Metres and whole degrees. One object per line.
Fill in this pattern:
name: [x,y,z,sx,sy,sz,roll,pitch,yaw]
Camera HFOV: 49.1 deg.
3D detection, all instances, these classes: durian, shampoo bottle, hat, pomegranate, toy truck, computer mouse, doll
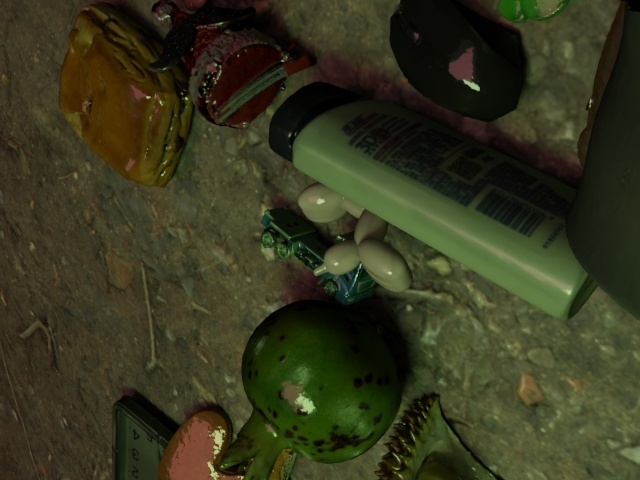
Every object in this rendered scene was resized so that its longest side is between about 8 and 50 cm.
durian: [0.168,0.356,0.845,0.306,0.166,0.172,47,162,24]
shampoo bottle: [0.115,-0.061,0.699,0.359,0.134,0.078,32,146,28]
hat: [-0.134,-0.242,0.862,0.140,0.129,0.227,-48,63,10]
pomegranate: [-0.020,0.189,0.856,0.211,0.263,0.211,44,162,18]
toy truck: [0.000,0.000,0.880,0.175,0.067,0.081,38,123,28]
computer mouse: [0.125,-0.183,0.690,0.172,0.057,0.099,47,134,20]
doll: [0.046,-0.027,0.788,0.160,0.161,0.059,10,155,28]

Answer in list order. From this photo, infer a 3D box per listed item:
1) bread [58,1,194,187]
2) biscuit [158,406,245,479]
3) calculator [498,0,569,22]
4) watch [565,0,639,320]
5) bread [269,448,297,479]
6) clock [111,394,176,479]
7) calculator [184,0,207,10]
bread: [-0.291,-0.205,1.020,0.235,0.099,0.210,42,130,20]
biscuit: [-0.177,0.394,1.187,0.192,0.036,0.186,35,101,9]
calculator: [0.168,-0.309,0.616,0.146,0.032,0.235,-6,103,43]
watch: [0.287,-0.053,0.414,0.335,0.327,0.314,27,124,31]
bread: [-0.079,0.348,1.104,0.072,0.053,0.106,32,121,23]
clock: [-0.299,0.459,1.348,0.273,0.049,0.279,29,125,29]
calculator: [-0.184,-0.376,0.905,0.103,0.024,0.166,-20,92,44]
